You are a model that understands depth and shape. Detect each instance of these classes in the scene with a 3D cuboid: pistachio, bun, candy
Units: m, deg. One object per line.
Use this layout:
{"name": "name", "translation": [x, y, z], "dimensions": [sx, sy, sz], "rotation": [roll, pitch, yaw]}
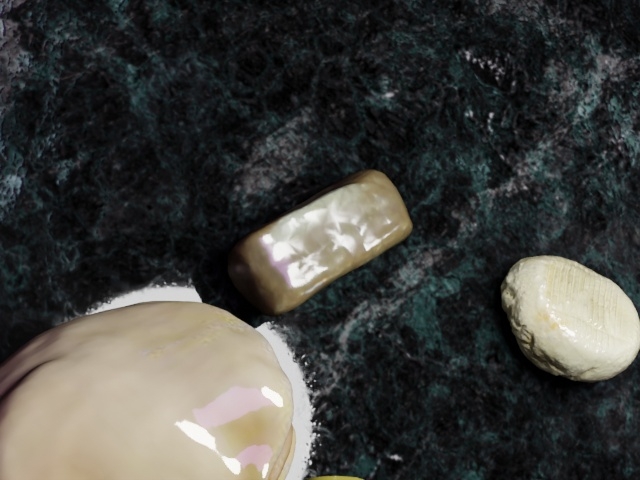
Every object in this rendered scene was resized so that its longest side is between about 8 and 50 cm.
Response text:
{"name": "pistachio", "translation": [-0.218, 0.236, 1.617], "dimensions": [0.445, 0.281, 0.365], "rotation": [-38, 55, -26]}
{"name": "bun", "translation": [0.308, 0.101, 2.043], "dimensions": [0.188, 0.111, 0.164], "rotation": [24, 48, -16]}
{"name": "candy", "translation": [0.000, 0.000, 1.916], "dimensions": [0.234, 0.102, 0.104], "rotation": [-30, 90, -28]}

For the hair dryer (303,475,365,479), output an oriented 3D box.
{"name": "hair dryer", "translation": [-0.073, 0.327, 1.797], "dimensions": [0.279, 0.090, 0.135], "rotation": [6, 73, -19]}
